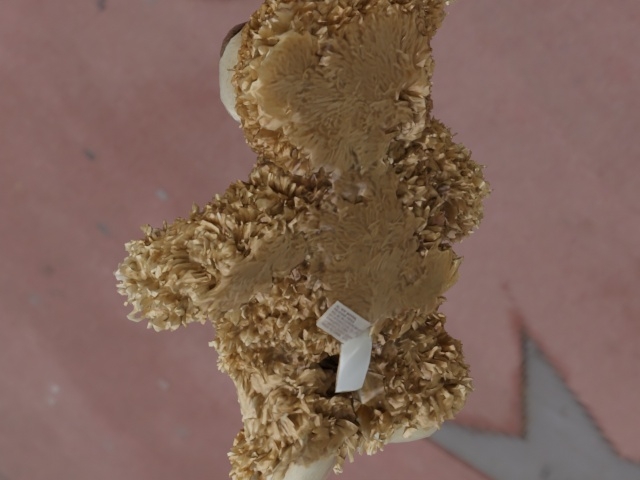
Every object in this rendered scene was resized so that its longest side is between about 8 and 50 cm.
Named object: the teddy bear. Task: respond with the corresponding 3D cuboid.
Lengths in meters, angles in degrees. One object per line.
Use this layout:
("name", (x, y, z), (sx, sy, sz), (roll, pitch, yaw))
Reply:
("teddy bear", (0.000, 0.000, 1.066), (0.113, 0.245, 0.338), (39, 158, 48))
